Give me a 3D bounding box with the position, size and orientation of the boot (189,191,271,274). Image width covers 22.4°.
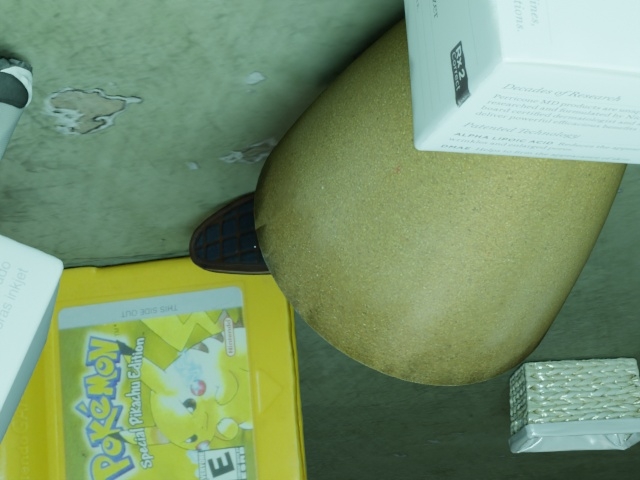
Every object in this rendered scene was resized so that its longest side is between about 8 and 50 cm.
[{"bbox_3d":[0.000,0.000,1.423,0.219,0.082,0.106,-13,157,19],"label":"boot"}]

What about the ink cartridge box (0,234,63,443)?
[{"bbox_3d":[-0.405,0.083,1.078,0.384,0.279,0.160,22,155,-4],"label":"ink cartridge box"}]

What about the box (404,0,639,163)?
[{"bbox_3d":[0.144,-0.144,0.857,0.182,0.181,0.119,3,160,-19],"label":"box"}]

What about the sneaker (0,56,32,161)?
[{"bbox_3d":[-0.267,-0.058,1.154,0.100,0.108,0.271,5,159,-20],"label":"sneaker"}]

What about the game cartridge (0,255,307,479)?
[{"bbox_3d":[-0.178,0.161,1.546,0.323,0.285,0.053,-7,166,6],"label":"game cartridge"}]

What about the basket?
[{"bbox_3d":[0.334,0.215,2.107,0.167,0.103,0.113,-1,162,-7],"label":"basket"}]

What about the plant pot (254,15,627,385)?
[{"bbox_3d":[0.109,-0.066,1.066,0.237,0.237,0.254,4,146,-23],"label":"plant pot"}]
